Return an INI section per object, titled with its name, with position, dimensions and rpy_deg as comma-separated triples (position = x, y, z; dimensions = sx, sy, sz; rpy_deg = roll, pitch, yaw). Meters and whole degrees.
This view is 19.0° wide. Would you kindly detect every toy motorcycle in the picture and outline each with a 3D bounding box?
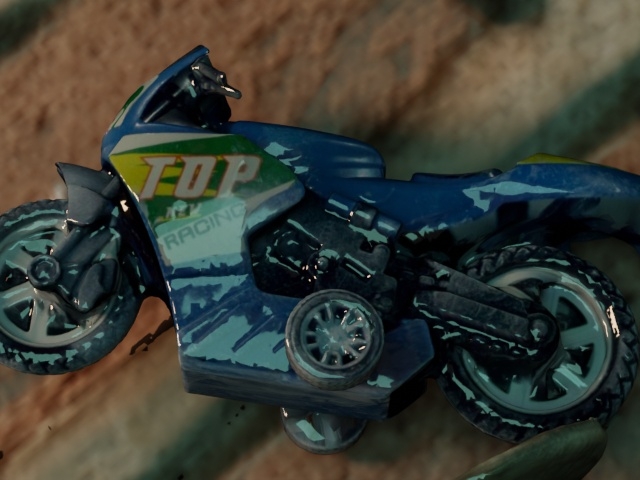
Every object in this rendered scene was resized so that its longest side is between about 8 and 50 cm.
[toy motorcycle]
position = 0.000, 0.000, 0.699
dimensions = 0.254, 0.092, 0.135
rpy_deg = 9, 68, 4

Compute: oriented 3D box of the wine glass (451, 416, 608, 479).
[wine glass]
position = 0.100, 0.186, 0.611
dimensions = 0.126, 0.126, 0.241
rpy_deg = -31, 72, 1
